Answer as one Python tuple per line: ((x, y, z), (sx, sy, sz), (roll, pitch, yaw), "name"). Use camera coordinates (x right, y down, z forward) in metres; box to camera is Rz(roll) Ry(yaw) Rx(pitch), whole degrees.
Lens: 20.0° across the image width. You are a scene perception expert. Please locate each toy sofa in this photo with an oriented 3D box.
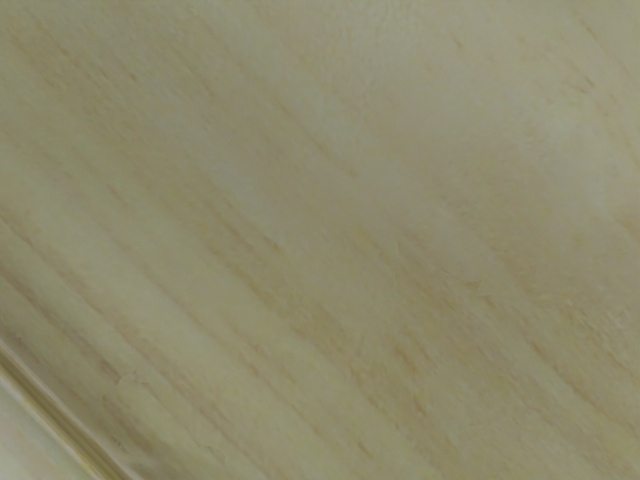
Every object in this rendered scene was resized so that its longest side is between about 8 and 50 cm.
((0.000, 0.000, 0.358), (0.150, 0.177, 0.362), (-45, -89, -4), "toy sofa")
